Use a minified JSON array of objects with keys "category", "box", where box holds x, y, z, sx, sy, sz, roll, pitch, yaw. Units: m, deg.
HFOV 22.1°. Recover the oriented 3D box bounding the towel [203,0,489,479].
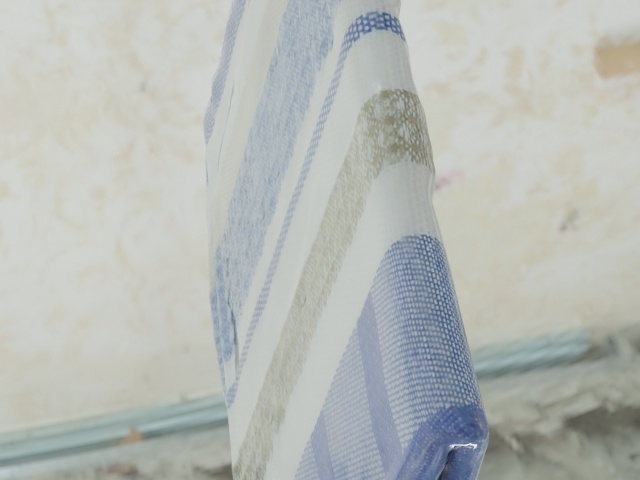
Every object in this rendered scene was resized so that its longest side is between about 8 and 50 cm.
[{"category":"towel","box":[0.000,0.000,0.529,0.034,0.285,0.209,3,-41,-14]}]
